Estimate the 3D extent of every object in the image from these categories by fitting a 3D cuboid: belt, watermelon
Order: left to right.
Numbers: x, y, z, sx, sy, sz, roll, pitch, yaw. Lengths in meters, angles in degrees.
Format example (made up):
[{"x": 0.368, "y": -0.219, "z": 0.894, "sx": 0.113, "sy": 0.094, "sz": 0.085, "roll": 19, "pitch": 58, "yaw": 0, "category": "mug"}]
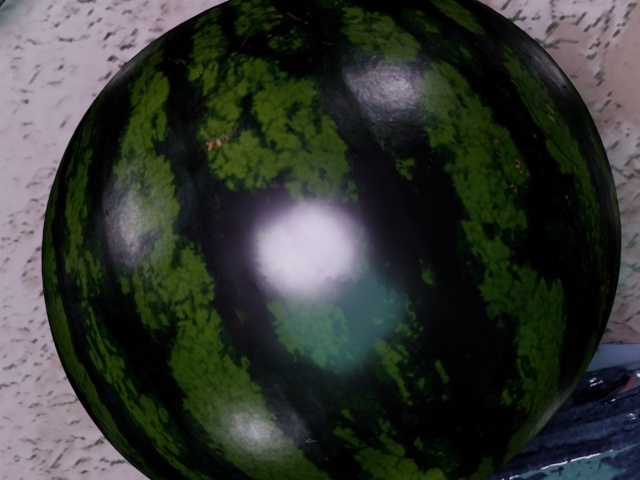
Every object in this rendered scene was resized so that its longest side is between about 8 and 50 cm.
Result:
[{"x": 0.002, "y": 0.005, "z": 0.855, "sx": 0.269, "sy": 0.269, "sz": 0.269, "roll": -1, "pitch": 110, "yaw": -3, "category": "watermelon"}, {"x": 0.124, "y": 0.114, "z": 0.969, "sx": 0.218, "sy": 0.122, "sz": 0.128, "roll": -15, "pitch": 107, "yaw": 4, "category": "belt"}]

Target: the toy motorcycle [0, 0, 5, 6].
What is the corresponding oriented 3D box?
[{"x": -0.283, "y": -0.070, "z": 0.892, "sx": 0.198, "sy": 0.109, "sz": 0.296, "roll": 27, "pitch": 105, "yaw": -9, "category": "toy motorcycle"}]
